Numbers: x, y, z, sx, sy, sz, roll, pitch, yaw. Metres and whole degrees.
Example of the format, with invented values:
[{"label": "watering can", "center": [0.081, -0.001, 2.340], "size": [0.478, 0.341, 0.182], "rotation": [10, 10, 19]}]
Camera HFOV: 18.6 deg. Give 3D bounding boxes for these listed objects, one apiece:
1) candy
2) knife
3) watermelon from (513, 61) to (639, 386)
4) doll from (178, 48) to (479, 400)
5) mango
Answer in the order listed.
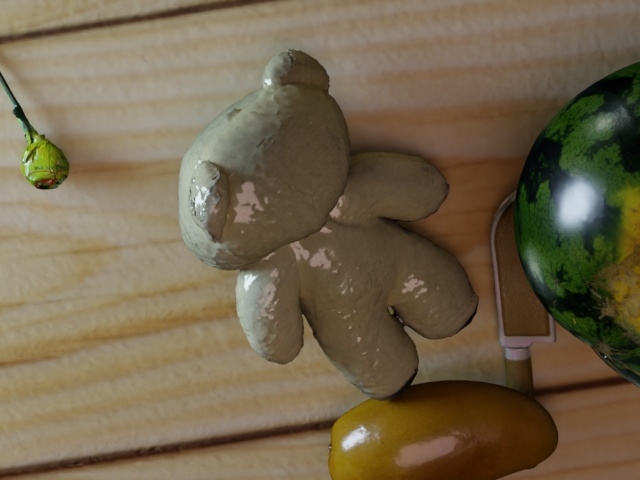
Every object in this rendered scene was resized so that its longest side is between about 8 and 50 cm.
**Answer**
[{"label": "candy", "center": [-0.224, -0.093, 1.457], "size": [0.035, 0.035, 0.123], "rotation": [-24, 104, 4]}, {"label": "knife", "center": [0.163, 0.070, 1.545], "size": [0.046, 0.022, 0.256], "rotation": [1, 117, 16]}, {"label": "watermelon", "center": [0.272, -0.011, 1.397], "size": [0.269, 0.269, 0.269], "rotation": [-1, 113, -2]}, {"label": "doll", "center": [-0.003, 0.003, 1.472], "size": [0.149, 0.175, 0.278], "rotation": [-11, 130, 43]}, {"label": "mango", "center": [0.095, 0.161, 1.543], "size": [0.184, 0.085, 0.102], "rotation": [-10, 117, 7]}]
